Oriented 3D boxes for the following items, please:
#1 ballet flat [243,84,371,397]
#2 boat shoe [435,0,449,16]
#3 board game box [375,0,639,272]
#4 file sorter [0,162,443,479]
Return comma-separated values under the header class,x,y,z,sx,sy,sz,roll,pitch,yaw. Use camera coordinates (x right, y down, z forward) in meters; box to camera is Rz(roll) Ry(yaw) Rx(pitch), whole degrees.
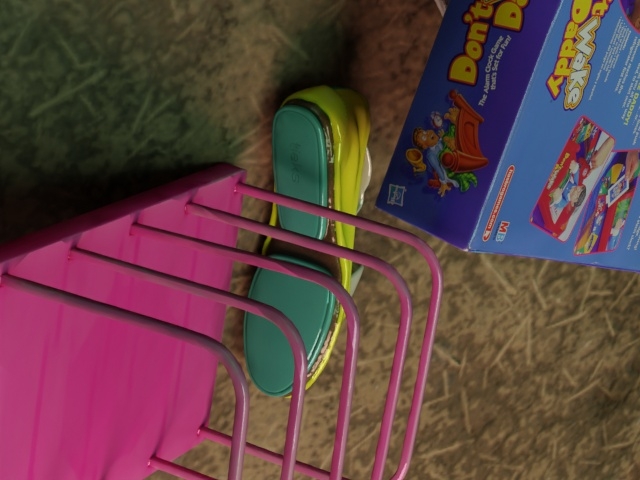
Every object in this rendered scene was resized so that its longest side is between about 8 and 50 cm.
class,x,y,z,sx,sy,sz,roll,pitch,yaw
ballet flat,0.000,0.000,1.260,0.077,0.077,0.231,-26,130,-50
boat shoe,0.090,-0.238,1.153,0.108,0.102,0.301,-48,141,-20
board game box,0.186,-0.158,1.166,0.233,0.078,0.347,8,105,-53
file sorter,-0.065,0.095,1.100,0.290,0.182,0.202,-26,129,-61
